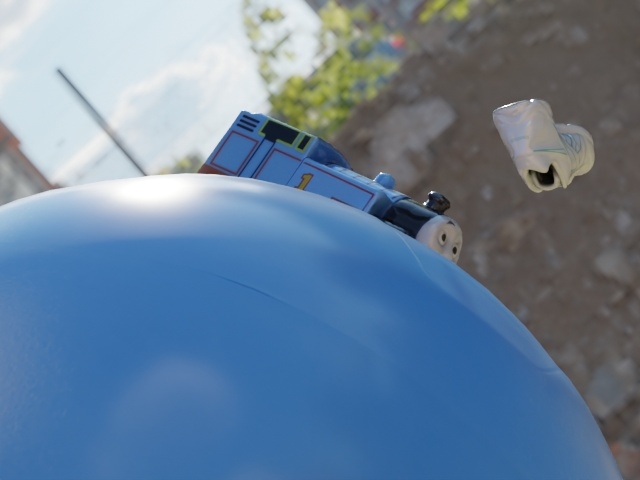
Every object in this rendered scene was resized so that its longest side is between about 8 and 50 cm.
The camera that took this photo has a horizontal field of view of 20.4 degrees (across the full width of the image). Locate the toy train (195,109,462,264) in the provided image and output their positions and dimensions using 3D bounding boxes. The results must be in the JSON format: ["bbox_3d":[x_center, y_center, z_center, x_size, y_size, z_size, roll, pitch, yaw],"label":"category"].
[{"bbox_3d":[0.000,0.000,1.008,0.105,0.184,0.080,-58,-38,-9],"label":"toy train"}]

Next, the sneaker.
[{"bbox_3d":[0.176,-0.063,1.384,0.053,0.061,0.152,-18,-16,24],"label":"sneaker"}]

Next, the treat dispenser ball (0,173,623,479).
[{"bbox_3d":[-0.044,0.123,0.540,0.288,0.288,0.288,-42,1,1],"label":"treat dispenser ball"}]
